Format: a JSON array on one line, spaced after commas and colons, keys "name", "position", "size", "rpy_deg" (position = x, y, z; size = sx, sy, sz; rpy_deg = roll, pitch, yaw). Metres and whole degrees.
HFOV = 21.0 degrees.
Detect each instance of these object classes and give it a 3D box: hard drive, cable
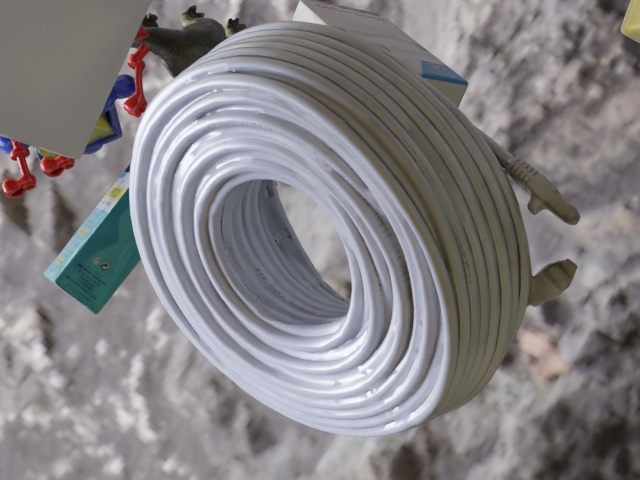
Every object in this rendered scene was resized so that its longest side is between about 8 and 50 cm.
[{"name": "hard drive", "position": [-0.217, -0.251, 1.261], "size": [0.233, 0.047, 0.353], "rpy_deg": [18, 111, -24]}, {"name": "cable", "position": [0.000, 0.000, 1.013], "size": [0.257, 0.089, 0.257], "rpy_deg": [43, 137, 11]}]

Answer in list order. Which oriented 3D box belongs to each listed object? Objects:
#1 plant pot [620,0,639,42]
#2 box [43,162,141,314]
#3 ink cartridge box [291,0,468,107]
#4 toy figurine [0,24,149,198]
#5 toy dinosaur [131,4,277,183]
[{"name": "plant pot", "position": [0.339, -0.219, 1.675], "size": [0.081, 0.081, 0.083], "rpy_deg": [24, 170, -19]}, {"name": "box", "position": [-0.193, -0.038, 1.838], "size": [0.060, 0.244, 0.100], "rpy_deg": [39, 173, -15]}, {"name": "ink cartridge box", "position": [0.061, -0.205, 2.045], "size": [0.190, 0.139, 0.082], "rpy_deg": [44, 120, 46]}, {"name": "toy figurine", "position": [-0.326, -0.114, 2.012], "size": [0.362, 0.191, 0.217], "rpy_deg": [-25, 159, 9]}, {"name": "toy dinosaur", "position": [-0.129, -0.211, 2.020], "size": [0.313, 0.121, 0.160], "rpy_deg": [39, -176, -37]}]
